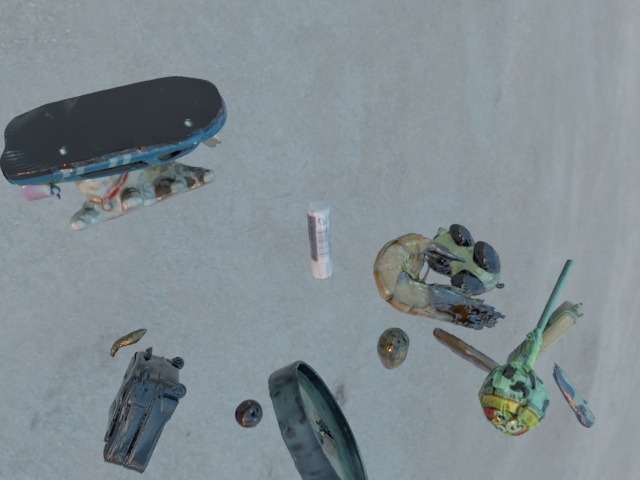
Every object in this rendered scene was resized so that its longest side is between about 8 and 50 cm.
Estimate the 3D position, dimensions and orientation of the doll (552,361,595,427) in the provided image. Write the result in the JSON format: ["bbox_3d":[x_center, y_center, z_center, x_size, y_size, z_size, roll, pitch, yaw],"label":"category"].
[{"bbox_3d":[0.435,0.267,0.947,0.125,0.027,0.037,59,31,0],"label":"doll"}]

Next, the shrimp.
[{"bbox_3d":[0.226,0.078,1.059,0.289,0.075,0.178,15,59,-14],"label":"shrimp"}]

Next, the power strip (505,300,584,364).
[{"bbox_3d":[0.373,0.161,0.918,0.169,0.028,0.076,-52,167,22],"label":"power strip"}]

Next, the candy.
[{"bbox_3d":[0.323,0.143,0.802,0.083,0.091,0.305,49,62,-25],"label":"candy"}]

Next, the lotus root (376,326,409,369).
[{"bbox_3d":[0.205,0.306,1.560,0.089,0.080,0.179,-18,140,-16],"label":"lotus root"}]

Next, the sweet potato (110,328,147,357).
[{"bbox_3d":[-0.588,0.306,1.658,0.153,0.038,0.041,-34,109,12],"label":"sweet potato"}]

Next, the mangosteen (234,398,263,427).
[{"bbox_3d":[-0.197,0.486,1.530,0.081,0.081,0.081,-4,95,-43],"label":"mangosteen"}]

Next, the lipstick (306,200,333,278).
[{"bbox_3d":[0.000,0.000,0.922,0.040,0.040,0.141,-36,138,-36],"label":"lipstick"}]

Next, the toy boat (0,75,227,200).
[{"bbox_3d":[-0.272,-0.135,0.759,0.092,0.298,0.134,81,-4,-52],"label":"toy boat"}]

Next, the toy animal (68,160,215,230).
[{"bbox_3d":[-0.420,-0.161,1.278,0.307,0.266,0.188,-23,90,3],"label":"toy animal"}]

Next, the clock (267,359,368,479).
[{"bbox_3d":[0.000,0.407,1.152,0.067,0.325,0.325,-30,120,5],"label":"clock"}]

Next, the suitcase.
[{"bbox_3d":[-0.583,0.552,1.797,0.188,0.345,0.339,23,89,-18],"label":"suitcase"}]

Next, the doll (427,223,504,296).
[{"bbox_3d":[0.378,0.052,1.459,0.143,0.234,0.135,-52,139,6],"label":"doll"}]

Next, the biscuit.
[{"bbox_3d":[0.386,0.295,1.432,0.212,0.212,0.036,37,85,-39],"label":"biscuit"}]

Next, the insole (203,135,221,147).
[{"bbox_3d":[-0.263,-0.238,1.237,0.081,0.248,0.011,38,85,-21],"label":"insole"}]
